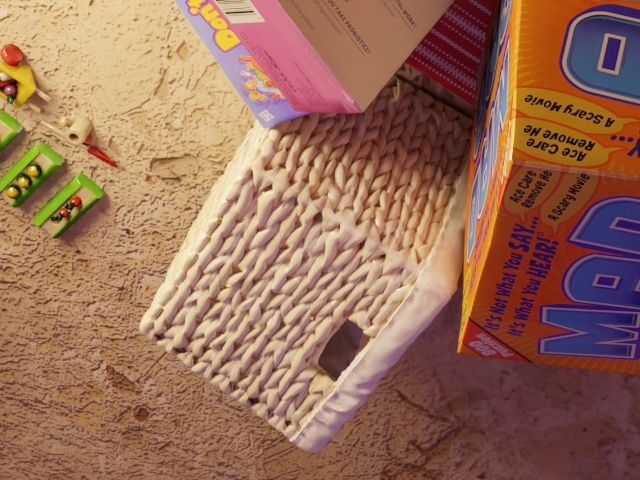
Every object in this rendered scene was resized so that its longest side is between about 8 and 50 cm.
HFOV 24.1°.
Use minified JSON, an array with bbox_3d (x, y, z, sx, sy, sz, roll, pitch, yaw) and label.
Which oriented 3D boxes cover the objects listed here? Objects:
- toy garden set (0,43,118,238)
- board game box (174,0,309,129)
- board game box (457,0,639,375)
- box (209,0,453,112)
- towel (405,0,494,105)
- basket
[{"bbox_3d":[-0.381,-0.121,1.919,0.244,0.049,0.204,40,127,-17],"label":"toy garden set"},{"bbox_3d":[-0.086,-0.323,1.551,0.078,0.233,0.347,-17,121,32],"label":"board game box"},{"bbox_3d":[0.336,-0.104,1.414,0.357,0.356,0.356,6,150,1],"label":"board game box"},{"bbox_3d":[0.017,-0.282,1.449,0.117,0.243,0.213,9,145,54],"label":"box"},{"bbox_3d":[0.209,-0.265,1.653,0.199,0.031,0.275,31,131,-13],"label":"towel"},{"bbox_3d":[0.000,0.000,1.731,0.266,0.331,0.328,31,129,-7],"label":"basket"}]
